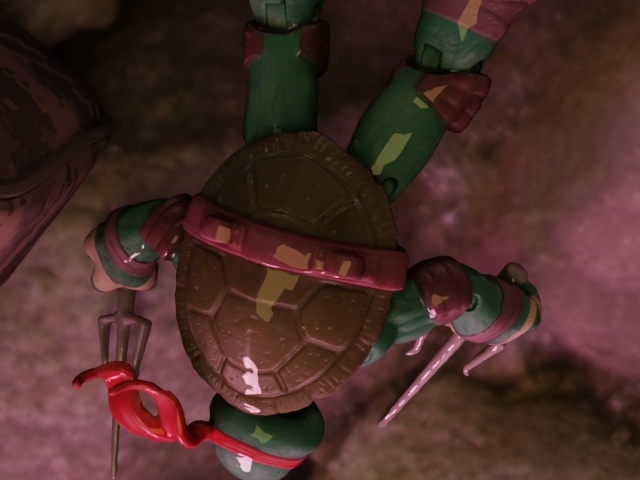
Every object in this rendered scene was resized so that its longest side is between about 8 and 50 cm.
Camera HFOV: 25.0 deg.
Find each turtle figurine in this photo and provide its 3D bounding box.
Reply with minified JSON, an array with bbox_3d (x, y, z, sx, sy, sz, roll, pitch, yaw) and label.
[{"bbox_3d":[0.000,0.000,0.518,0.175,0.118,0.234,16,98,0],"label":"turtle figurine"}]

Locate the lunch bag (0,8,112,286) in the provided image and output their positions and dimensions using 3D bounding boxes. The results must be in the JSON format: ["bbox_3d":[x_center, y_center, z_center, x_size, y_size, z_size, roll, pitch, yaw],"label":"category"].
[{"bbox_3d":[-0.263,-0.027,0.473,0.305,0.212,0.256,38,100,-5],"label":"lunch bag"}]
